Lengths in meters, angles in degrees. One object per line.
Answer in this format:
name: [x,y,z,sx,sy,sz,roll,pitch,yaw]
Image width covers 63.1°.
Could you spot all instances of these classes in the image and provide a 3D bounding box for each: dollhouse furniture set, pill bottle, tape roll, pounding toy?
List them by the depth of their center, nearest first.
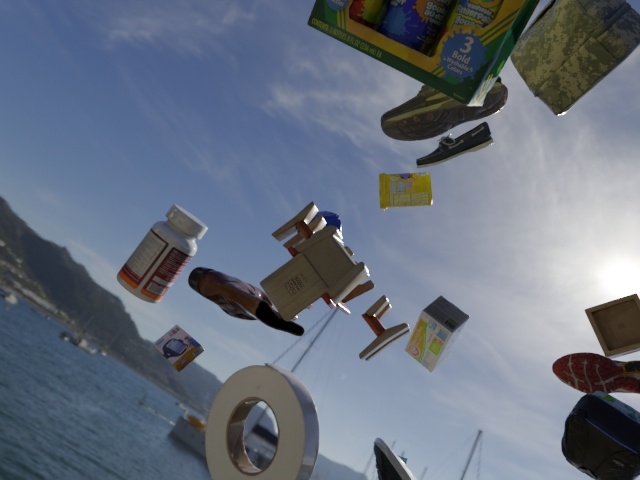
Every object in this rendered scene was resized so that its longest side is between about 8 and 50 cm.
dollhouse furniture set: [0.008,0.074,0.842,0.262,0.135,0.259,53,0,18]
pill bottle: [-0.374,0.031,1.248,0.121,0.221,0.121,36,-1,1]
pounding toy: [0.792,0.244,1.290,0.181,0.206,0.094,-24,-27,22]
tape roll: [-0.173,0.549,1.476,0.392,0.392,0.072,13,-7,41]

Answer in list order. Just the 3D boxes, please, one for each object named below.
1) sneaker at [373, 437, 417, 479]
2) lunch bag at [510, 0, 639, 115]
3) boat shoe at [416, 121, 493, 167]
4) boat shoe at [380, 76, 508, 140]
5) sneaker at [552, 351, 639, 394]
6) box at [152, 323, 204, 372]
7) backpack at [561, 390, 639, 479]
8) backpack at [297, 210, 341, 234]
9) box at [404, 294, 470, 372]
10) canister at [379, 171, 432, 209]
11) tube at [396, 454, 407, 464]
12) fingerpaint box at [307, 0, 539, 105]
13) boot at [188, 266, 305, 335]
sneaker: [0.146,0.566,1.168,0.104,0.147,0.296,48,-3,-19]
lunch bag: [0.696,-0.547,1.441,0.256,0.212,0.305,45,-27,5]
boat shoe: [0.417,-0.299,1.647,0.095,0.254,0.079,-73,142,-73]
boat shoe: [0.340,-0.388,1.479,0.355,0.130,0.132,-15,-28,7]
sneaker: [0.609,0.295,1.128,0.225,0.088,0.093,10,-16,-4]
box: [-0.365,0.267,1.319,0.136,0.081,0.028,26,-34,39]
backpack: [0.393,0.274,0.712,0.105,0.084,0.114,31,-39,39]
backpack: [0.000,0.000,1.233,0.101,0.098,0.120,25,-61,57]
box: [0.355,0.289,1.606,0.114,0.103,0.203,38,-43,27]
canister: [0.281,-0.167,1.728,0.169,0.126,0.073,-2,-33,9]
tube: [0.190,0.714,1.482,0.080,0.207,0.052,5,-17,34]
fingerpaint box: [0.243,-0.566,1.165,0.444,0.163,0.371,34,-65,17]
boot: [-0.131,0.150,1.190,0.280,0.096,0.264,15,-22,44]
